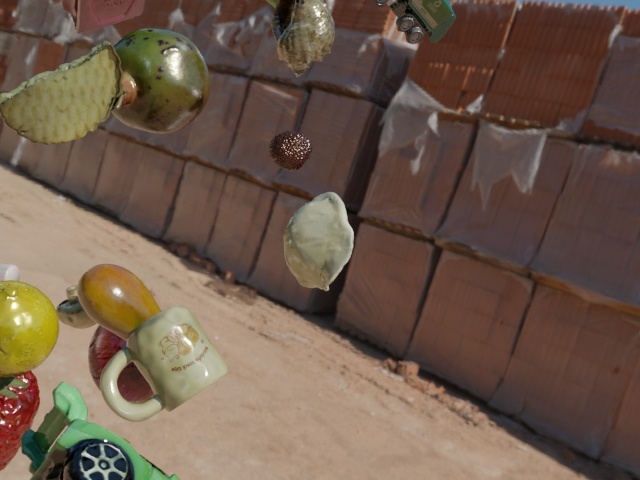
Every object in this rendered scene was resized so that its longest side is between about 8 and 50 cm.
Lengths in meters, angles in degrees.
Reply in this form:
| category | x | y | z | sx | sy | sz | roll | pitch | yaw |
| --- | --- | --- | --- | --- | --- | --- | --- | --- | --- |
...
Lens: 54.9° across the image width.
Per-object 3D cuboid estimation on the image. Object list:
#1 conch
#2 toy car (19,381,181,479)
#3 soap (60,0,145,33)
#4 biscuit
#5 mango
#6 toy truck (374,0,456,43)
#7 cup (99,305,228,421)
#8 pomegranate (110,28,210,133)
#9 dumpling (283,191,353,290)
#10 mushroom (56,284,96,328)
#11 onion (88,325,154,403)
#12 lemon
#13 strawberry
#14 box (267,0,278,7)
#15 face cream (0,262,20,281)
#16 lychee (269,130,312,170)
| category | x | y | z | sx | sy | sz | roll | pitch | yaw |
| --- | --- | --- | --- | --- | --- | --- | --- | --- | --- |
| conch | -0.036 | -0.616 | 1.760 | 0.159 | 0.291 | 0.210 | 8 | 28 | -25 |
| toy car | -0.313 | 0.401 | 0.930 | 0.359 | 0.213 | 0.176 | 35 | 21 | -6 |
| soap | -0.619 | -0.773 | 1.771 | 0.233 | 0.128 | 0.359 | -30 | -4 | -28 |
| biscuit | -0.535 | -0.293 | 1.309 | 0.036 | 0.274 | 0.187 | 39 | -29 | 27 |
| mango | -0.500 | 0.161 | 1.564 | 0.254 | 0.139 | 0.175 | 51 | 15 | -33 |
| toy truck | 0.202 | -0.540 | 1.371 | 0.253 | 0.124 | 0.114 | 29 | 40 | -51 |
| cup | -0.373 | 0.294 | 1.445 | 0.202 | 0.255 | 0.173 | 55 | -1 | 4 |
| pomegranate | -0.459 | -0.417 | 1.586 | 0.291 | 0.290 | 0.323 | 23 | 18 | 38 |
| dumpling | 0.000 | 0.000 | 1.924 | 0.187 | 0.318 | 0.243 | 12 | 2 | -37 |
| mushroom | -0.662 | 0.179 | 1.712 | 0.154 | 0.122 | 0.154 | -18 | 20 | 7 |
| onion | -0.639 | 0.407 | 2.189 | 0.286 | 0.347 | 0.348 | -8 | -10 | 36 |
| lemon | -0.562 | 0.161 | 1.112 | 0.174 | 0.173 | 0.206 | 15 | -29 | -18 |
| strawberry | -0.666 | 0.364 | 1.233 | 0.205 | 0.244 | 0.205 | 9 | 33 | -6 |
| box | -0.135 | -0.828 | 2.009 | 0.220 | 0.064 | 0.141 | 45 | 50 | 15 |
| face cream | -0.834 | 0.069 | 1.432 | 0.269 | 0.081 | 0.082 | 5 | 5 | 8 |
| lychee | -0.090 | -0.268 | 1.834 | 0.123 | 0.123 | 0.129 | 23 | 11 | 40 |
